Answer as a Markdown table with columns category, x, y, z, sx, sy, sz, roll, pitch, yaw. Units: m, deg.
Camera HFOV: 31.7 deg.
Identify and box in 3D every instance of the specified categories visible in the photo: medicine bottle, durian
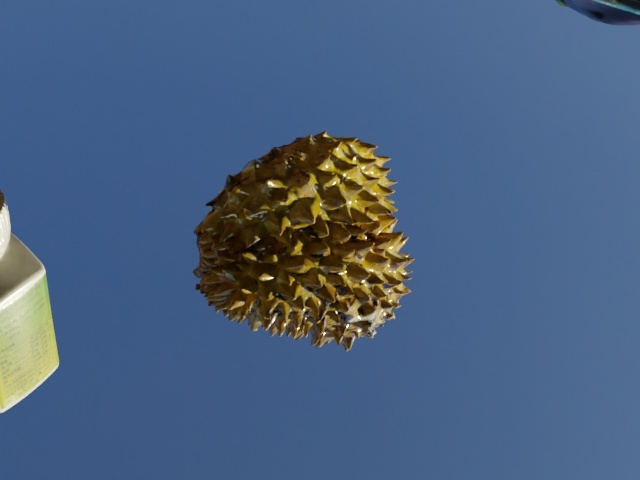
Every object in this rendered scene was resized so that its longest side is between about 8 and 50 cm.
| category | x | y | z | sx | sy | sz | roll | pitch | yaw |
| --- | --- | --- | --- | --- | --- | --- | --- | --- | --- |
| medicine bottle | -0.306 | 0.042 | 0.981 | 0.132 | 0.189 | 0.088 | 27 | -134 | 24 |
| durian | 0.001 | 0.012 | 0.980 | 0.249 | 0.183 | 0.138 | 17 | -139 | -52 |

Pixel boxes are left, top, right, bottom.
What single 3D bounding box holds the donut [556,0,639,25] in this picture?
| category | x | y | z | sx | sy | sz | roll | pitch | yaw |
| --- | --- | --- | --- | --- | --- | --- | --- | --- | --- |
| donut | 0.119 | -0.205 | 0.465 | 0.095 | 0.216 | 0.230 | 2 | -102 | -23 |
